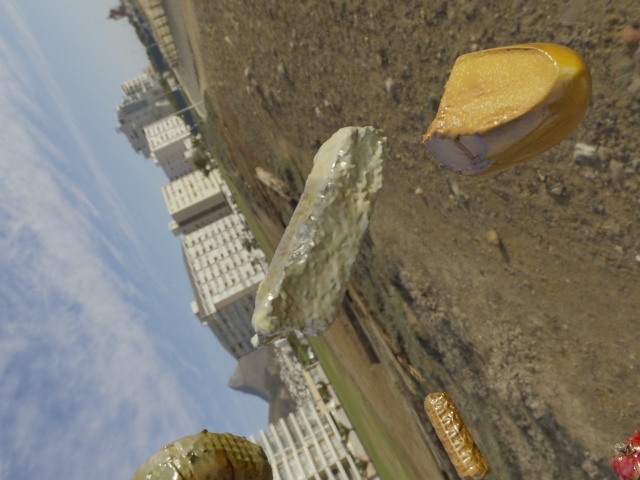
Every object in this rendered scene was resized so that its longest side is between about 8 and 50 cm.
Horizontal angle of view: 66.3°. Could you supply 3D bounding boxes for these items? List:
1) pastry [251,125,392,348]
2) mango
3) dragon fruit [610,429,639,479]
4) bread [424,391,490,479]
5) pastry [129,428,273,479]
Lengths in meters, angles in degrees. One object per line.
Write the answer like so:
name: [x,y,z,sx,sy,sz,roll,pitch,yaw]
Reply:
pastry: [0.001,-0.003,0.516,0.089,0.258,0.121,19,161,-1]
mango: [0.289,-0.214,0.786,0.201,0.199,0.350,64,163,-4]
dragon fruit: [0.331,0.205,0.370,0.190,0.094,0.094,7,128,49]
bread: [0.224,0.324,0.815,0.044,0.052,0.157,46,-167,-49]
pastry: [-0.155,0.339,0.627,0.192,0.182,0.093,29,179,-40]
